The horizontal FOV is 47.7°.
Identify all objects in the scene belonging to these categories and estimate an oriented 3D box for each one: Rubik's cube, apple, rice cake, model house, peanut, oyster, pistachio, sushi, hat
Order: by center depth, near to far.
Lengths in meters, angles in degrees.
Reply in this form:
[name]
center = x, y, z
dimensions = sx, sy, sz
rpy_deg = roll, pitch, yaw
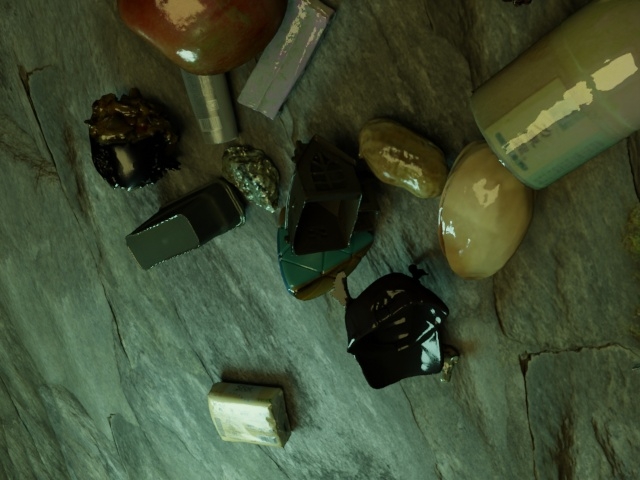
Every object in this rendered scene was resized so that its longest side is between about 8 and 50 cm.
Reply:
[apple]
center = -0.241, -0.477, 1.440
dimensions = 0.319, 0.319, 0.277
rpy_deg = 39, 106, 1
[pistachio]
center = 0.333, -0.055, 1.479
dimensions = 0.214, 0.193, 0.318
rpy_deg = -9, 128, -19
[peanut]
center = 0.176, -0.173, 1.535
dimensions = 0.224, 0.129, 0.129
rpy_deg = 30, 123, 11
[rice cake]
center = -0.074, -0.399, 1.577
dimensions = 0.106, 0.050, 0.298
rpy_deg = 36, 124, 4
[model house]
center = 0.013, -0.127, 1.597
dimensions = 0.204, 0.243, 0.211
rpy_deg = -6, 142, -15
[hat]
center = 0.158, 0.176, 1.656
dimensions = 0.238, 0.209, 0.336
rpy_deg = -16, 136, -3
[Rubik's cube]
center = 0.000, 0.000, 1.700
dimensions = 0.254, 0.254, 0.254
rpy_deg = 10, 119, 19
[sushi]
center = -0.448, -0.245, 1.735
dimensions = 0.213, 0.200, 0.204
rpy_deg = 19, 124, 41
[oyster]
center = -0.164, -0.152, 1.737
dimensions = 0.177, 0.064, 0.125
rpy_deg = 29, 127, 10

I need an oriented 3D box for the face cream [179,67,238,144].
[face cream]
center = -0.262, -0.359, 1.665
dimensions = 0.107, 0.073, 0.269
rpy_deg = -7, 112, 17

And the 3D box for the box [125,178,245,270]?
[box]
center = -0.335, -0.031, 1.796
dimensions = 0.274, 0.178, 0.138
rpy_deg = -21, 105, 35

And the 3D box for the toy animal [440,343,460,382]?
[toy animal]
center = 0.198, 0.276, 1.777
dimensions = 0.255, 0.090, 0.170
rpy_deg = 34, 105, -5

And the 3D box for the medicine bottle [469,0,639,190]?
[medicine bottle]
center = 0.492, -0.290, 1.270
dimensions = 0.406, 0.236, 0.236
rpy_deg = -36, 97, 35

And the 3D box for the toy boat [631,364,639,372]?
[toy boat]
center = 0.751, 0.285, 1.579
dimensions = 0.122, 0.034, 0.096
rpy_deg = -16, 108, 39

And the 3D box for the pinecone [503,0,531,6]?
[pinecone]
center = 0.363, -0.521, 1.232
dimensions = 0.221, 0.221, 0.221
rpy_deg = 10, 119, 19

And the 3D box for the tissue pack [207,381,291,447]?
[tissue pack]
center = -0.204, 0.497, 2.068
dimensions = 0.222, 0.090, 0.186
rpy_deg = 0, 117, 25
